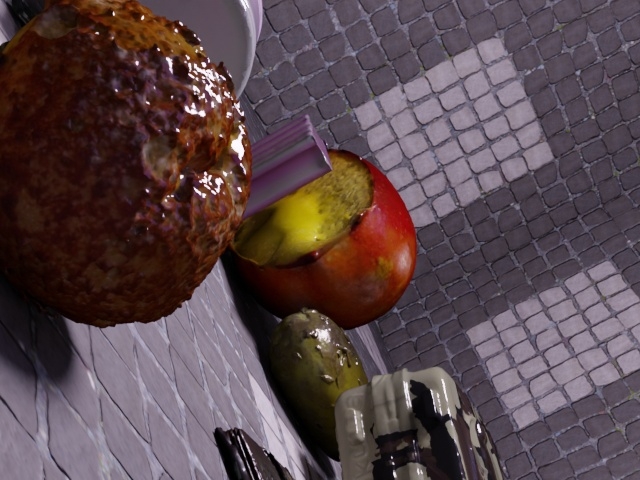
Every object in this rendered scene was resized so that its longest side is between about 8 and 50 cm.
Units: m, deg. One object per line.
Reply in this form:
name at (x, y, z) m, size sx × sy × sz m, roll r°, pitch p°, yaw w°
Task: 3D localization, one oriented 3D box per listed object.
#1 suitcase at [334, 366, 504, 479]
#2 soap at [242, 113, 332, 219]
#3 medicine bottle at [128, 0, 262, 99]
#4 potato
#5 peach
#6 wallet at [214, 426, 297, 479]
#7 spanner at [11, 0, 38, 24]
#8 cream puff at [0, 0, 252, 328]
suitcase at (0.143, 0.369, 1.703) m, size 0.339 × 0.194 × 0.351 m, roll 52°, pitch 24°, yaw -53°
soap at (-0.086, -0.089, 1.865) m, size 0.065 × 0.203 × 0.122 m, roll 59°, pitch 7°, yaw -19°
medicine bottle at (-0.166, -0.238, 1.484) m, size 0.202 × 0.202 × 0.316 m, roll 61°, pitch 7°, yaw -15°
potato at (0.011, 0.198, 1.825) m, size 0.251 × 0.113 × 0.149 m, roll 60°, pitch 8°, yaw -32°
peach at (0.000, 0.000, 1.921) m, size 0.281 × 0.281 × 0.338 m, roll 63°, pitch 3°, yaw 9°
wallet at (-0.035, 0.266, 1.344) m, size 0.122 × 0.031 × 0.232 m, roll 67°, pitch 6°, yaw 31°
spanner at (-0.262, -0.179, 1.499) m, size 0.093 × 0.026 × 0.325 m, roll 65°, pitch 6°, yaw 25°
cream puff at (-0.138, -0.058, 0.943) m, size 0.240 × 0.164 × 0.240 m, roll 33°, pitch 48°, yaw -48°
